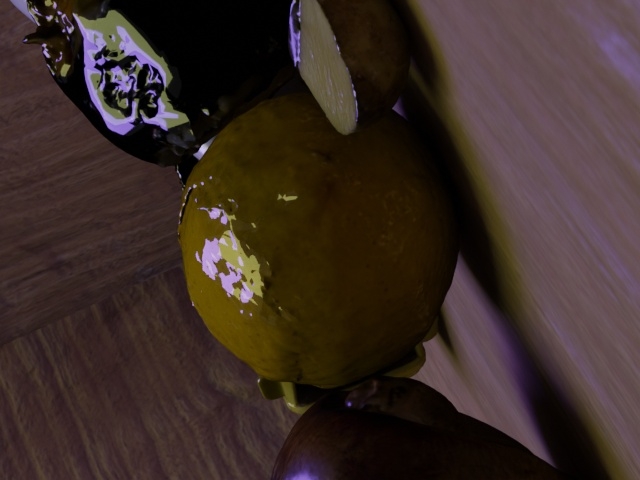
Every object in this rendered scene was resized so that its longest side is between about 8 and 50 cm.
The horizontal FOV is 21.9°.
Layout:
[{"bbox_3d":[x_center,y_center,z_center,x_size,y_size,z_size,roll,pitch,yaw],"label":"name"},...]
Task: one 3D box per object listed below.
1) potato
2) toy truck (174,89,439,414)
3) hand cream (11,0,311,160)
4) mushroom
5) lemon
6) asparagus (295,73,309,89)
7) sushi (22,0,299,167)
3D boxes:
[{"bbox_3d":[0.028,-0.116,1.062,0.096,0.066,0.103,93,155,-57],"label":"potato"},{"bbox_3d":[-0.030,-0.007,1.651,0.405,0.181,0.254,-118,8,-49],"label":"toy truck"},{"bbox_3d":[-0.114,-0.148,1.405,0.359,0.118,0.185,42,-150,11],"label":"hand cream"},{"bbox_3d":[0.081,0.187,1.175,0.253,0.153,0.253,22,179,0],"label":"mushroom"},{"bbox_3d":[0.000,0.000,1.181,0.260,0.204,0.204,87,159,-66],"label":"lemon"},{"bbox_3d":[-0.064,-0.252,1.411,0.085,0.082,0.343,22,155,25],"label":"asparagus"},{"bbox_3d":[-0.109,-0.177,1.257,0.204,0.200,0.213,51,140,0],"label":"sushi"}]
